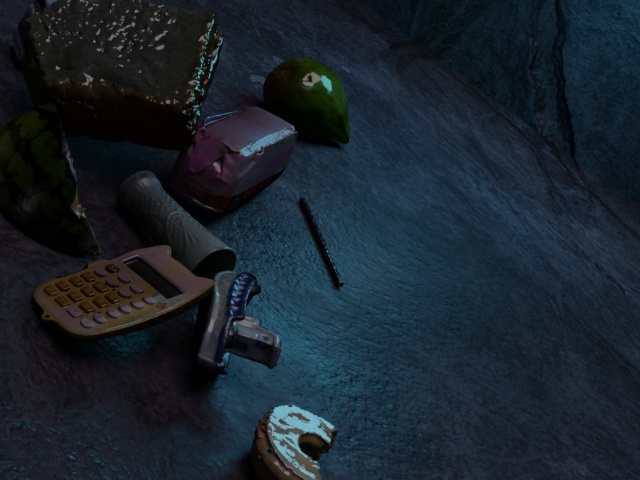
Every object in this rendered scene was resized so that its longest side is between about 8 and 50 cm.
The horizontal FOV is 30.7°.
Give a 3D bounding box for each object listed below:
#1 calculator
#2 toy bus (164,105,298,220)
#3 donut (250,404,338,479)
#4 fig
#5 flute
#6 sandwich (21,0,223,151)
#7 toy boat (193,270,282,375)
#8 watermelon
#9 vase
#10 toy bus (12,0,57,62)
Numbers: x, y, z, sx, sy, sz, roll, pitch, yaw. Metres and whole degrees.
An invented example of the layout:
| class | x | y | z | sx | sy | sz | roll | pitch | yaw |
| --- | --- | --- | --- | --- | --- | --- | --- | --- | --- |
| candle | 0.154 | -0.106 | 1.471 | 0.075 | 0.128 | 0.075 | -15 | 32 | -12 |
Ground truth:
| class | x | y | z | sx | sy | sz | roll | pitch | yaw |
| --- | --- | --- | --- | --- | --- | --- | --- | --- | --- |
| calculator | -0.270 | 0.074 | 1.571 | 0.236 | 0.033 | 0.157 | -18 | 40 | -38 |
| toy bus | -0.156 | -0.144 | 2.071 | 0.127 | 0.147 | 0.302 | 32 | 23 | 10 |
| donut | -0.043 | 0.277 | 1.521 | 0.108 | 0.065 | 0.166 | 33 | 25 | -2 |
| fig | -0.012 | -0.305 | 2.519 | 0.233 | 0.167 | 0.167 | 13 | 31 | -23 |
| flute | 0.000 | 0.000 | 2.146 | 0.014 | 0.014 | 0.269 | 19 | 29 | -31 |
| sandwich | -0.343 | -0.291 | 1.946 | 0.325 | 0.131 | 0.262 | 9 | 51 | 2 |
| toy boat | -0.114 | 0.118 | 1.656 | 0.115 | 0.114 | 0.262 | 15 | 24 | -10 |
| watermelon | -0.407 | -0.125 | 1.731 | 0.159 | 0.128 | 0.303 | 15 | 31 | -36 |
| vase | -0.230 | -0.018 | 1.806 | 0.096 | 0.096 | 0.219 | 0 | 38 | -51 |
| toy bus | -0.389 | -0.341 | 2.142 | 0.329 | 0.136 | 0.109 | 16 | 29 | -35 |
